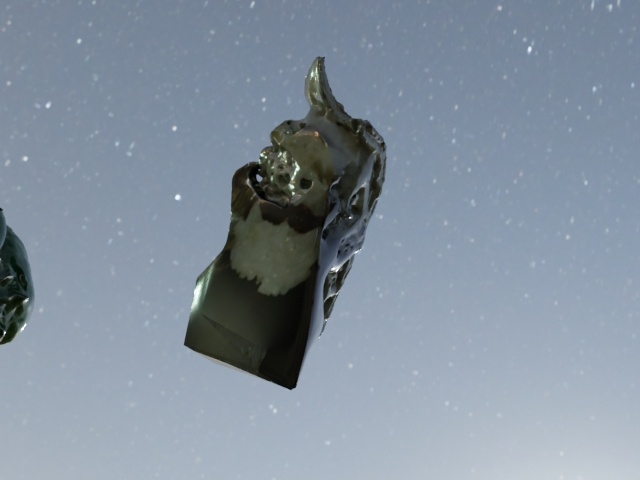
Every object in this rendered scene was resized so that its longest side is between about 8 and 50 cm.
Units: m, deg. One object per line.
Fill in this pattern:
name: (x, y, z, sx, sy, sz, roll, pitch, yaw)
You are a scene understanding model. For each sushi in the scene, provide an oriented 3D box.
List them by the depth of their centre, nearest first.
sushi: (-0.011, -0.015, 0.753, 0.134, 0.273, 0.109, 20, 9, 36)

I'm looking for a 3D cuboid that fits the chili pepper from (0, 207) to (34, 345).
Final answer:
chili pepper: (-0.400, -0.001, 0.624, 0.384, 0.213, 0.168, 12, -39, 14)
